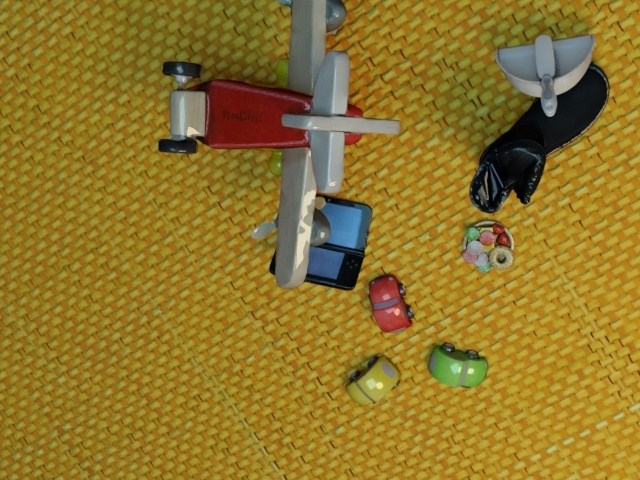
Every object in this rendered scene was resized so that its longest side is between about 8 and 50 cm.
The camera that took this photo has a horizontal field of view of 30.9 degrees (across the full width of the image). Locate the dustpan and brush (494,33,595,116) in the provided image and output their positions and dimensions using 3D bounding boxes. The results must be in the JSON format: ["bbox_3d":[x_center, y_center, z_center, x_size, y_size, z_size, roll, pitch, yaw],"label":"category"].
[{"bbox_3d":[0.325,-0.237,1.660,0.147,0.211,0.060,-7,140,13],"label":"dustpan and brush"}]

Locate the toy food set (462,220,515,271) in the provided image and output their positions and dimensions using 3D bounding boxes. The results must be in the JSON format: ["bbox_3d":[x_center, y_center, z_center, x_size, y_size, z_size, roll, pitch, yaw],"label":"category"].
[{"bbox_3d":[0.266,0.010,1.847,0.082,0.020,0.083,-5,106,13],"label":"toy food set"}]

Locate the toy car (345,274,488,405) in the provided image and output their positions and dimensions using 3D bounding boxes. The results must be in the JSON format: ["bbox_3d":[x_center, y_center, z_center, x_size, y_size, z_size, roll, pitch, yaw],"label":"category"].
[{"bbox_3d":[0.164,0.193,1.905,0.224,0.053,0.239,15,109,6],"label":"toy car"}]

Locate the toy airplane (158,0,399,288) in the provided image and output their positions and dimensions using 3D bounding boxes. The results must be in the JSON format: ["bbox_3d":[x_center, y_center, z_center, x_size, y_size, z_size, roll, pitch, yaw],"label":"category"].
[{"bbox_3d":[-0.027,-0.181,1.715,0.386,0.272,0.384,-47,61,33],"label":"toy airplane"}]

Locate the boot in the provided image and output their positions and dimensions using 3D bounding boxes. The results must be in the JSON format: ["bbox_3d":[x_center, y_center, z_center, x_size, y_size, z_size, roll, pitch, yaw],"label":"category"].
[{"bbox_3d":[0.323,-0.147,1.689,0.246,0.207,0.094,-41,95,19],"label":"boot"}]

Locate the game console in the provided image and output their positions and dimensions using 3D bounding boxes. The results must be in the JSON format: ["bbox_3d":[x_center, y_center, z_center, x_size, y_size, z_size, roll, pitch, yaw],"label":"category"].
[{"bbox_3d":[0.000,0.000,1.865,0.144,0.124,0.085,12,135,8],"label":"game console"}]
